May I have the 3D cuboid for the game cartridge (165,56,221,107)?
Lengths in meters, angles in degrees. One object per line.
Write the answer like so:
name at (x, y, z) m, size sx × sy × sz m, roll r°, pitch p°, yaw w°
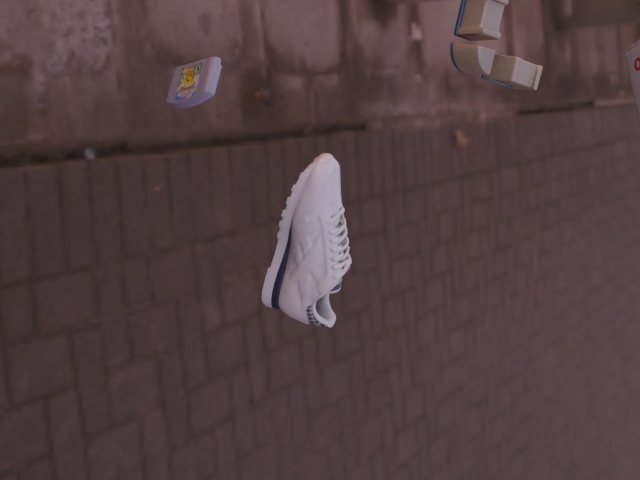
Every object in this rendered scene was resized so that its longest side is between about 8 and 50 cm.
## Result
game cartridge at (-0.154, -0.188, 1.600) m, size 0.017 × 0.083 × 0.056 m, roll 23°, pitch 69°, yaw -40°

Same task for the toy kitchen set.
toy kitchen set at (0.287, -0.367, 2.184) m, size 0.166 × 0.122 × 0.207 m, roll 11°, pitch 93°, yaw -41°

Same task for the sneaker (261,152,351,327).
sneaker at (0.000, 0.000, 1.674) m, size 0.090 × 0.095 × 0.235 m, roll -37°, pitch 147°, yaw -50°

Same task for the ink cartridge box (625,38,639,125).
ink cartridge box at (0.503, -0.147, 1.675) m, size 0.201 × 0.117 × 0.278 m, roll 139°, pitch -55°, yaw -68°
